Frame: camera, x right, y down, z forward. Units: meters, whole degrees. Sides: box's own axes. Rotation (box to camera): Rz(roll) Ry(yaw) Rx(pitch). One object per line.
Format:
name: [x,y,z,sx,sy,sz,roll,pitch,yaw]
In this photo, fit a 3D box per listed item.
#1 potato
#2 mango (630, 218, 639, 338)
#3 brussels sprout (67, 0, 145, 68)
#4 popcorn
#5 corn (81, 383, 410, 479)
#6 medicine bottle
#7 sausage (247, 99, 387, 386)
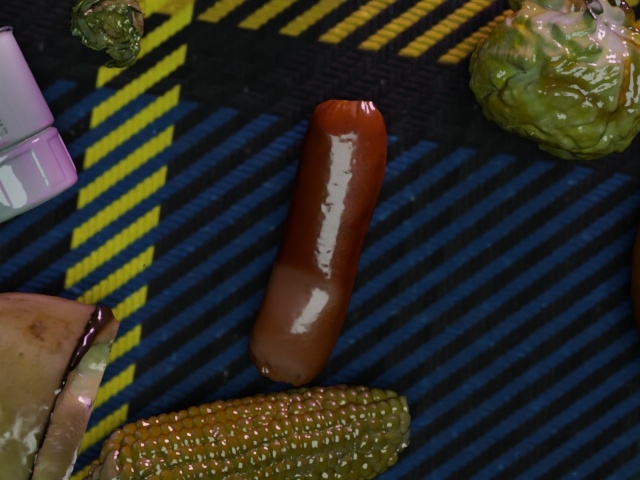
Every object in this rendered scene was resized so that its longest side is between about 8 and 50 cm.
potato: [-0.333,0.170,1.727,0.243,0.242,0.285,15,102,-7]
mango: [0.431,0.087,1.797,0.199,0.201,0.350,-32,91,-29]
brussels sprout: [-0.210,-0.215,1.762,0.085,0.058,0.085,7,127,10]
popcorn: [0.239,-0.181,1.754,0.198,0.198,0.212,0,64,-5]
corn: [-0.077,0.220,1.794,0.347,0.130,0.130,-12,98,-8]
medicine bottle: [-0.324,-0.106,1.724,0.135,0.135,0.168,-27,98,-2]
sausage: [0.000,0.000,1.795,0.089,0.083,0.300,15,98,-4]
